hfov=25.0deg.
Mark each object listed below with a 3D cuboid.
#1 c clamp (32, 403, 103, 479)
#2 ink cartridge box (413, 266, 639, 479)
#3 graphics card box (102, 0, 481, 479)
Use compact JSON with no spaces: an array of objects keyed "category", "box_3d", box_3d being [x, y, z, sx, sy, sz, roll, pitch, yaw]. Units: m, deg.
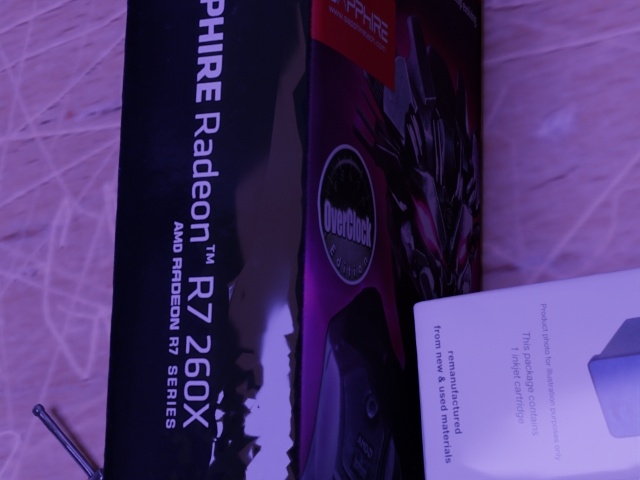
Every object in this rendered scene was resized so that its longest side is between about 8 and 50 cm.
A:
[{"category":"c clamp","box_3d":[-0.157,0.196,0.799,0.137,0.022,0.160,41,96,19]},{"category":"ink cartridge box","box_3d":[0.165,0.066,0.611,0.212,0.154,0.093,-8,75,22]},{"category":"graphics card box","box_3d":[0.000,0.000,0.651,0.094,0.233,0.370,-2,79,22]}]
